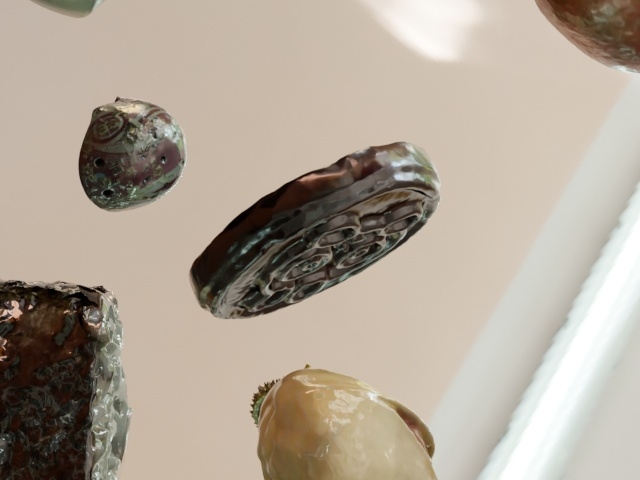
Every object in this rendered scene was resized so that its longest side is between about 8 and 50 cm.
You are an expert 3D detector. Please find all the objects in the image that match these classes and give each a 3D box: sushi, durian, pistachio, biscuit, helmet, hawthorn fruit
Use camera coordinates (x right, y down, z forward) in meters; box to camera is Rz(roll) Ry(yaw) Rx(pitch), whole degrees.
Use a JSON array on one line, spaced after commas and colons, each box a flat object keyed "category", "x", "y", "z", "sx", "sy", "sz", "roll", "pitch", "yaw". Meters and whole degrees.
[{"category": "sushi", "x": -0.311, "y": 0.209, "z": 1.398, "sx": 0.234, "sy": 0.207, "sz": 0.349, "roll": 110, "pitch": -18, "yaw": -78}, {"category": "durian", "x": -0.056, "y": 0.289, "z": 2.414, "sx": 0.208, "sy": 0.146, "sz": 0.102, "roll": 108, "pitch": -15, "yaw": -45}, {"category": "pistachio", "x": 0.040, "y": 0.262, "z": 1.568, "sx": 0.187, "sy": 0.299, "sz": 0.188, "roll": -25, "pitch": -134, "yaw": 29}, {"category": "biscuit", "x": 0.000, "y": 0.000, "z": 1.935, "sx": 0.407, "sy": 0.091, "sz": 0.407, "roll": -27, "pitch": 166, "yaw": -8}, {"category": "helmet", "x": -0.245, "y": -0.119, "z": 1.802, "sx": 0.107, "sy": 0.153, "sz": 0.177, "roll": 1, "pitch": -151, "yaw": 21}, {"category": "hawthorn fruit", "x": 0.383, "y": -0.342, "z": 1.549, "sx": 0.284, "sy": 0.284, "sz": 0.284, "roll": -50, "pitch": -175, "yaw": 6}]

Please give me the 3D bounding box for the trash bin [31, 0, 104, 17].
[{"category": "trash bin", "x": -0.240, "y": -0.470, "z": 1.595, "sx": 0.432, "sy": 0.280, "sz": 0.280, "roll": -36, "pitch": 179, "yaw": -21}]
